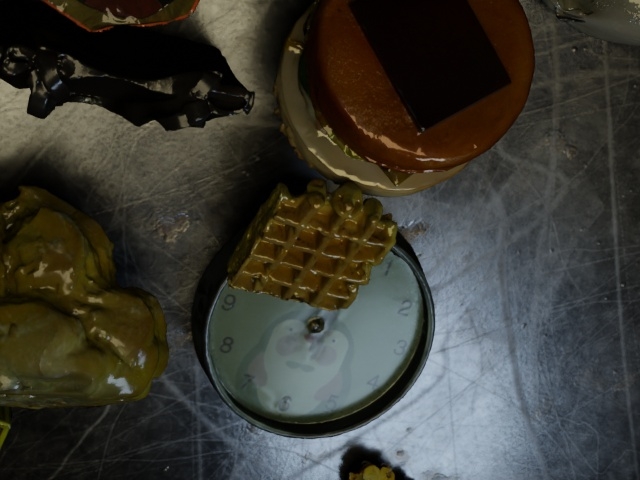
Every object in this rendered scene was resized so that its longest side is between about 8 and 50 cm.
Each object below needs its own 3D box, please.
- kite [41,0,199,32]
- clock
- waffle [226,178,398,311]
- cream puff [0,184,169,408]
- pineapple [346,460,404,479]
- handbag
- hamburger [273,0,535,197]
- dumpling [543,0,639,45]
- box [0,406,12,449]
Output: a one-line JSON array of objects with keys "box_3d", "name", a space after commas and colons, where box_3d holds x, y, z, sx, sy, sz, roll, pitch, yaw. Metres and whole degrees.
[{"box_3d": [-0.236, -0.380, 1.563, 0.377, 0.013, 0.328, -13, 85, -17], "name": "kite"}, {"box_3d": [-0.005, 0.108, 1.886, 0.319, 0.066, 0.319, -5, 113, -11], "name": "clock"}, {"box_3d": [0.000, 0.000, 1.718, 0.160, 0.055, 0.211, 14, 141, -20], "name": "waffle"}, {"box_3d": [-0.342, 0.067, 1.702, 0.324, 0.291, 0.257, 0, 83, 2], "name": "cream puff"}, {"box_3d": [0.092, 0.355, 2.013, 0.114, 0.077, 0.114, -12, 120, -23], "name": "pineapple"}, {"box_3d": [-0.227, -0.181, 1.607, 0.285, 0.257, 0.113, 12, 98, -16], "name": "handbag"}, {"box_3d": [0.087, -0.192, 1.673, 0.291, 0.225, 0.291, 2, 83, -15], "name": "hamburger"}, {"box_3d": [0.386, -0.333, 1.761, 0.293, 0.163, 0.205, 4, 78, -14], "name": "dumpling"}, {"box_3d": [-0.514, 0.244, 1.822, 0.220, 0.064, 0.141, 20, 106, -18], "name": "box"}]
